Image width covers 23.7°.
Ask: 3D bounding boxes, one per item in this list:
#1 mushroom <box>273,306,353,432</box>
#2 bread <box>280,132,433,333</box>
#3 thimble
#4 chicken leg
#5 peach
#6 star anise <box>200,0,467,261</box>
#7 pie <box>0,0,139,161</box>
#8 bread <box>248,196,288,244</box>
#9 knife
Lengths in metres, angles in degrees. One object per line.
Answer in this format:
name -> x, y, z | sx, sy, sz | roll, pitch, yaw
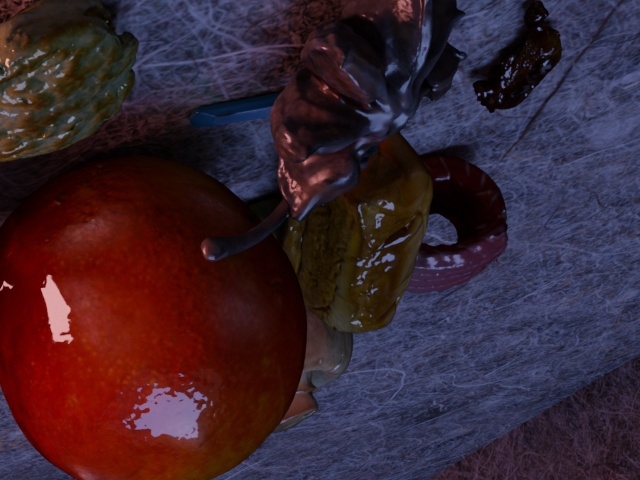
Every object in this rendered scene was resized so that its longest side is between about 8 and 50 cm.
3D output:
mushroom -> -0.037, 0.182, 2.361 | 0.189, 0.195, 0.253 | -17, 163, -18
bread -> 0.043, -0.015, 1.872 | 0.132, 0.167, 0.294 | -38, 153, -28
thimble -> 0.149, -0.021, 2.048 | 0.190, 0.163, 0.125 | -8, 159, -10
chicken leg -> 0.242, -0.212, 1.805 | 0.090, 0.048, 0.219 | -14, 160, -26
peach -> -0.203, 0.086, 1.699 | 0.388, 0.388, 0.388 | -18, 160, -7
star anise -> 0.022, -0.155, 1.587 | 0.359, 0.139, 0.315 | -30, 147, -45
pie -> -0.270, -0.148, 1.434 | 0.201, 0.090, 0.248 | -20, 164, -33
bread -> -0.083, -0.007, 2.004 | 0.157, 0.083, 0.094 | -25, 148, 17
knife -> -0.006, -0.166, 1.729 | 0.297, 0.026, 0.044 | -11, 156, -16
